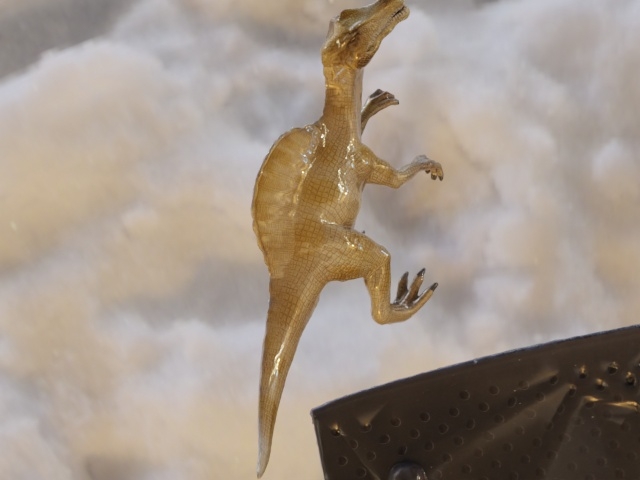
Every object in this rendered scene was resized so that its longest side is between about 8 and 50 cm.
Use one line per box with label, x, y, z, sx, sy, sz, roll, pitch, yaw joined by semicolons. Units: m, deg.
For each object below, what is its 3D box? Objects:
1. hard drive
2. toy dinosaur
hard drive;0.136;0.117;0.776;0.254;0.054;0.172;-11;93;7
toy dinosaur;0.000;0.000;0.715;0.053;0.092;0.183;8;80;35
